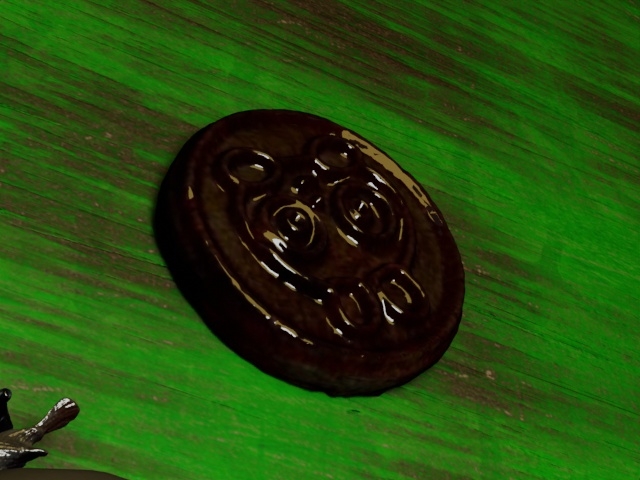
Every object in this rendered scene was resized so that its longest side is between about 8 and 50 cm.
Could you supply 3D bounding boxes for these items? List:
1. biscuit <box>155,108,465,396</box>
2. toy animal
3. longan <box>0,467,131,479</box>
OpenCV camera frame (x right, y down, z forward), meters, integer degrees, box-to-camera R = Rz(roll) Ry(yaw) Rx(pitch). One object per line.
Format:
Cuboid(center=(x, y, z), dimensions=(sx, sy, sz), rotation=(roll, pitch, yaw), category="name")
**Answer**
Cuboid(center=(0.000, 0.000, 1.660), dimensions=(0.407, 0.091, 0.407), rotation=(22, 42, -21), category="biscuit")
Cuboid(center=(-0.312, 0.198, 1.238), dimensions=(0.105, 0.070, 0.202), rotation=(21, 42, 21), category="toy animal")
Cuboid(center=(-0.197, 0.354, 0.971), dimensions=(0.404, 0.336, 0.405), rotation=(5, 83, -51), category="longan")
